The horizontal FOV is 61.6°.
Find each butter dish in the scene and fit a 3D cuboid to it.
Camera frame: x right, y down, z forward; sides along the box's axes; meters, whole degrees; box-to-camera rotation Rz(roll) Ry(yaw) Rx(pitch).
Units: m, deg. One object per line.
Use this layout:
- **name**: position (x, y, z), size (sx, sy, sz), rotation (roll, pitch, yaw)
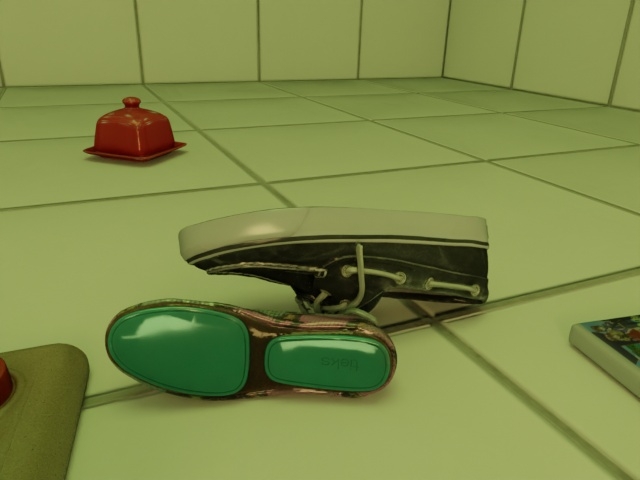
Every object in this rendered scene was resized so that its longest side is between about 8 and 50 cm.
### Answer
- **butter dish**: position (-0.377, -0.230, 1.087), size (0.160, 0.118, 0.160), rotation (8, 24, 17)

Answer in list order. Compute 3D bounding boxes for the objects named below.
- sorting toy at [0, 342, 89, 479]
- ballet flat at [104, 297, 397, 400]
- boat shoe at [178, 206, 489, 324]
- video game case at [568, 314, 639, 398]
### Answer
- **sorting toy**: position (-0.263, 0.150, 0.280), size (0.229, 0.041, 0.307), rotation (-4, 23, -14)
- **ballet flat**: position (-0.051, 0.085, 0.430), size (0.221, 0.077, 0.079), rotation (4, 4, -6)
- **boat shoe**: position (0.024, 0.030, 0.508), size (0.306, 0.105, 0.113), rotation (1, -9, -25)
- **video game case**: position (0.343, 0.116, 0.430), size (0.183, 0.023, 0.201), rotation (-5, 24, -15)
